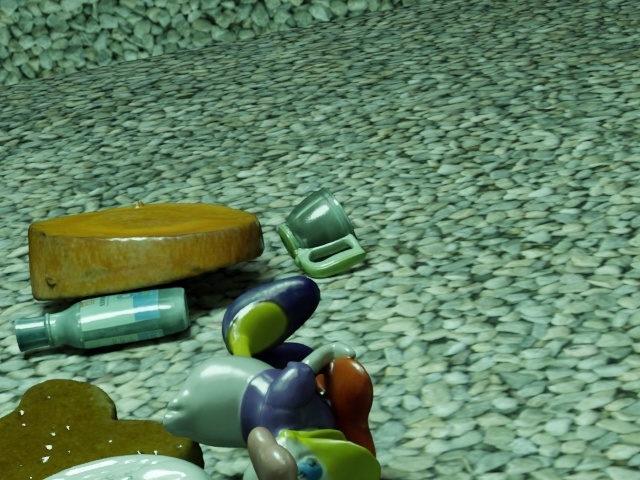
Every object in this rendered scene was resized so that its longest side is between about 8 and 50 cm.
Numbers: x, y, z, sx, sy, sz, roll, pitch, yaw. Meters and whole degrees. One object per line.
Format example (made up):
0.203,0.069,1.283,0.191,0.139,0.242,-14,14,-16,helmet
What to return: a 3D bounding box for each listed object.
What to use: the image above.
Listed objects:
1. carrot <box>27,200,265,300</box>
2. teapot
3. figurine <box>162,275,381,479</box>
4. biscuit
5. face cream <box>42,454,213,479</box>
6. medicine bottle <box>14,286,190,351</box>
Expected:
-0.222,0.008,2.453,0.307,0.100,0.258,-7,9,13,carrot
-0.004,-0.008,2.475,0.091,0.092,0.124,-30,15,-9,teapot
-0.044,0.172,1.814,0.193,0.154,0.421,-7,21,-16,figurine
-0.345,0.261,1.858,0.432,0.064,0.283,-25,33,-37,biscuit
-0.180,0.270,1.671,0.206,0.111,0.206,-12,19,4,face cream
-0.264,0.098,2.329,0.208,0.053,0.090,-9,16,-1,medicine bottle
